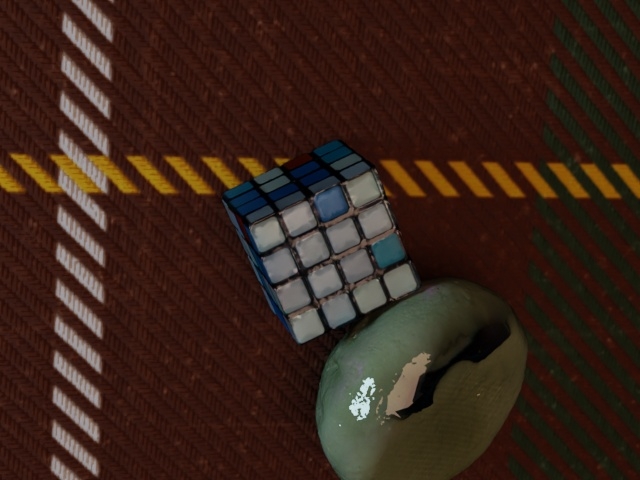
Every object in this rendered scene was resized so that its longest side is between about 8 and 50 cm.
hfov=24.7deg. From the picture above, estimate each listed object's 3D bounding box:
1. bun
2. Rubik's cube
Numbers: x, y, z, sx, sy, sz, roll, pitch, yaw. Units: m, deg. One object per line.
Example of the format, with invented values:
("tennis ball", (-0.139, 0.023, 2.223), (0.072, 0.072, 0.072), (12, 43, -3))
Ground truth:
("bun", (0.097, 0.153, 1.658), (0.283, 0.179, 0.283), (-31, 142, -29))
("Rubik's cube", (0.000, 0.000, 1.604), (0.154, 0.151, 0.155), (-26, 110, -6))
